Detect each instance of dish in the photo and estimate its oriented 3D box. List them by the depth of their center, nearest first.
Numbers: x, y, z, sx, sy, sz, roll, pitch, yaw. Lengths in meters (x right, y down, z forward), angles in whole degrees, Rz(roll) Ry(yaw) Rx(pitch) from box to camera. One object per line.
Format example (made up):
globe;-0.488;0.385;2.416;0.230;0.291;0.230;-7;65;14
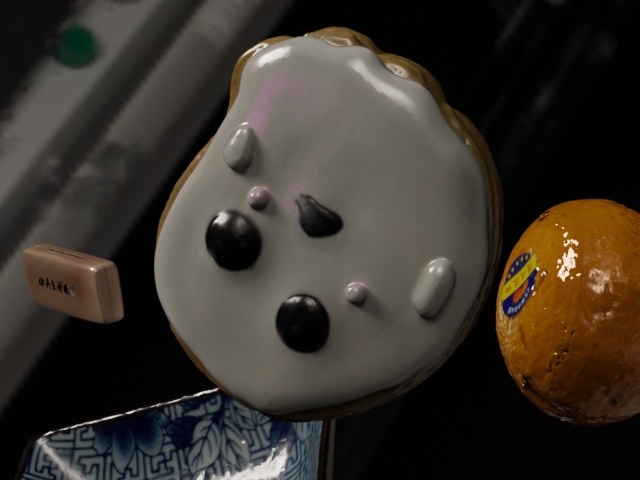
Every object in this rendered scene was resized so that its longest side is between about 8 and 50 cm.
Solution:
dish;-0.093;0.190;1.283;0.182;0.243;0.080;-85;-26;-54

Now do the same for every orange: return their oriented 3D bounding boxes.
orange;0.166;0.045;1.129;0.117;0.135;0.136;25;-109;-21

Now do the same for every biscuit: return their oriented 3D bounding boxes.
biscuit;0.000;0.000;0.996;0.208;0.181;0.049;-57;-13;14

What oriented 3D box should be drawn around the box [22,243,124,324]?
box;-0.186;0.032;1.414;0.025;0.115;0.048;-14;-74;-34
